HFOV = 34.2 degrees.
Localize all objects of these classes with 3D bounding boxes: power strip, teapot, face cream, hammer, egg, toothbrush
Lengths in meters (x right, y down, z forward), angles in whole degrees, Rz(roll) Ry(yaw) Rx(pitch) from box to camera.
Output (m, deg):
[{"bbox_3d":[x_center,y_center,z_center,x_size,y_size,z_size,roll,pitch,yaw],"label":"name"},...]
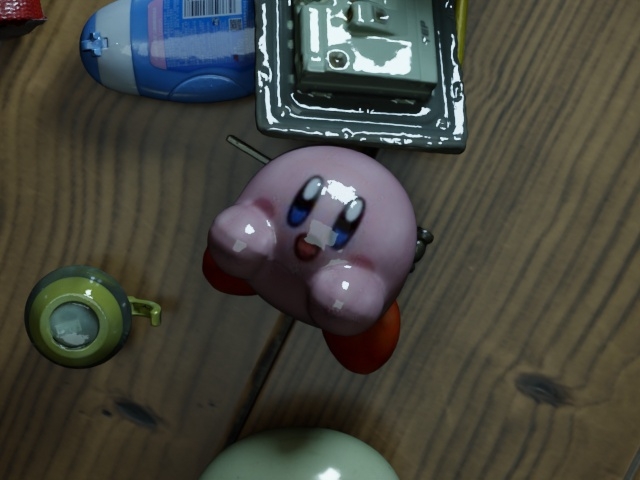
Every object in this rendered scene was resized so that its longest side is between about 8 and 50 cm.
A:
[{"bbox_3d":[0.052,-0.234,1.212,0.251,0.092,0.257,5,67,-20],"label":"power strip"},{"bbox_3d":[-0.280,0.091,1.295,0.165,0.119,0.130,0,101,-5],"label":"teapot"},{"bbox_3d":[-0.167,-0.243,1.286,0.263,0.083,0.149,-3,88,3],"label":"face cream"},{"bbox_3d":[0.006,-0.058,1.319,0.292,0.029,0.058,32,93,3],"label":"hammer"},{"bbox_3d":[-0.031,0.331,1.245,0.269,0.219,0.219,-4,93,18],"label":"egg"},{"bbox_3d":[0.175,-0.291,1.298,0.021,0.024,0.288,6,95,5],"label":"toothbrush"}]

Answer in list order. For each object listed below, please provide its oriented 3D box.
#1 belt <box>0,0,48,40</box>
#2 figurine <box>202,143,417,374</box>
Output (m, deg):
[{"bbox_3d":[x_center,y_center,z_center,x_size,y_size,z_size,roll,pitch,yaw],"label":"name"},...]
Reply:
[{"bbox_3d":[-0.443,-0.309,1.277,0.200,0.128,0.124,-8,94,5],"label":"belt"},{"bbox_3d":[0.003,-0.002,1.222,0.269,0.261,0.211,30,78,9],"label":"figurine"}]
